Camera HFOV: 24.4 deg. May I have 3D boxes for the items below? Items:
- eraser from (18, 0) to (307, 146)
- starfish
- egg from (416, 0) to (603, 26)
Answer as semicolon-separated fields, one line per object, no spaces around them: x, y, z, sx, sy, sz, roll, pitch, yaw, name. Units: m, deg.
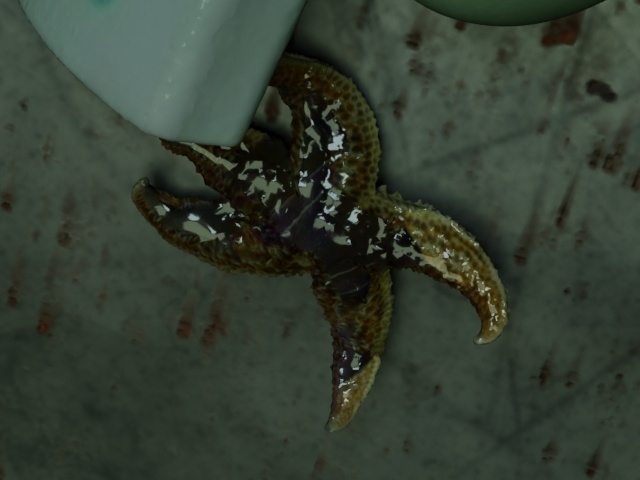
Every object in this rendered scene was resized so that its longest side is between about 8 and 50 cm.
-0.050;-0.215;0.740;0.189;0.104;0.290;45;121;35;eraser
0.001;-0.001;0.877;0.238;0.071;0.216;19;121;14;starfish
0.110;-0.186;0.725;0.192;0.149;0.149;-30;104;19;egg
